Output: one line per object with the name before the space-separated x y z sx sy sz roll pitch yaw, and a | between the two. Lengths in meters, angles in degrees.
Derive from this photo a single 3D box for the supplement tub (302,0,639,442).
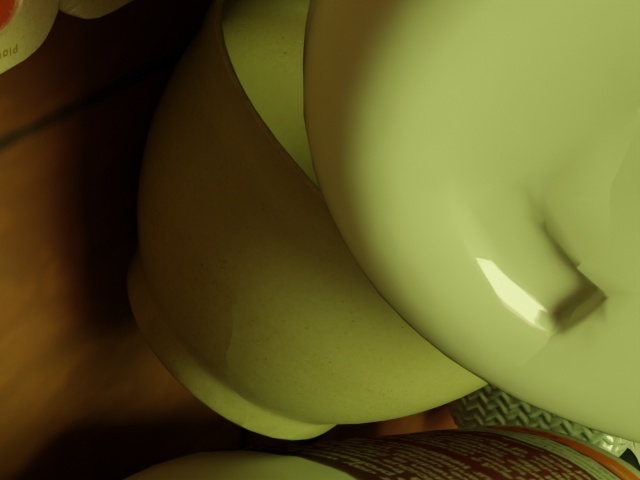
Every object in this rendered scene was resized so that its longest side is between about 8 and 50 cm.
supplement tub | 0.134 -0.130 0.478 0.241 0.241 0.331 81 15 -47

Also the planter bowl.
planter bowl | 0.000 0.000 0.561 0.109 0.162 0.162 -47 162 27

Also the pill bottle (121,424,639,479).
pill bottle | 0.009 0.189 0.631 0.392 0.224 0.224 8 104 -62

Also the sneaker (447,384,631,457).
sneaker | 0.186 -0.056 0.850 0.210 0.137 0.365 -28 140 -51

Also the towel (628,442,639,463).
towel | 0.265 0.113 1.243 0.152 0.023 0.113 -51 150 -26

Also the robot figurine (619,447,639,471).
robot figurine | 0.163 0.257 1.009 0.174 0.209 0.278 -28 150 5

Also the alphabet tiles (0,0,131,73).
alphabet tiles | -0.062 -0.188 0.420 0.284 0.021 0.278 -39 143 -41
